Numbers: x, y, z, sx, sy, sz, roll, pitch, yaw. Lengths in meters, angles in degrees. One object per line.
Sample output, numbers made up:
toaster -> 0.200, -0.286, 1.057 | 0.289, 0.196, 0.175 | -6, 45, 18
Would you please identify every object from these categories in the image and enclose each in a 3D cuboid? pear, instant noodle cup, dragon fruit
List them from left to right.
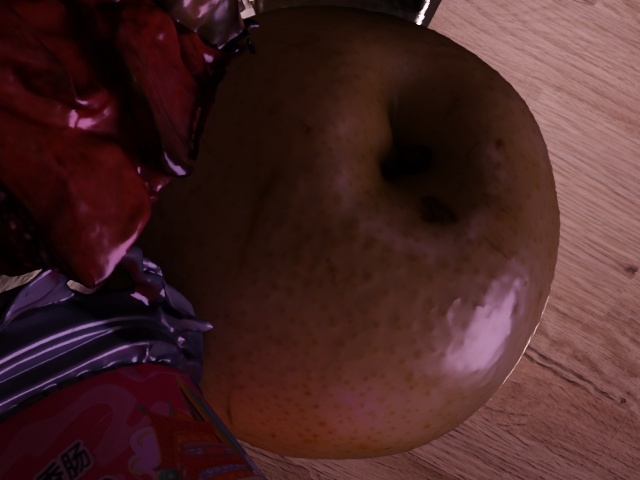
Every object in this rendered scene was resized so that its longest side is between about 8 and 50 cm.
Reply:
instant noodle cup -> -0.102, 0.171, 0.448 | 0.258, 0.181, 0.302 | -23, 146, -47
dragon fruit -> -0.080, -0.056, 0.395 | 0.122, 0.092, 0.192 | -61, -179, 40
pear -> 0.000, 0.000, 0.670 | 0.309, 0.309, 0.309 | -62, 180, 1

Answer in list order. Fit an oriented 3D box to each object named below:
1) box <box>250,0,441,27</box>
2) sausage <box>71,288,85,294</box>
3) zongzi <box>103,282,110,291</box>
box -> 0.044, -0.245, 0.733 | 0.184, 0.143, 0.273 | -62, 179, -4
sausage -> -0.177, 0.130, 0.628 | 0.270, 0.109, 0.109 | -62, 180, 42
zongzi -> -0.140, 0.134, 0.794 | 0.228, 0.115, 0.256 | 18, -97, 52
